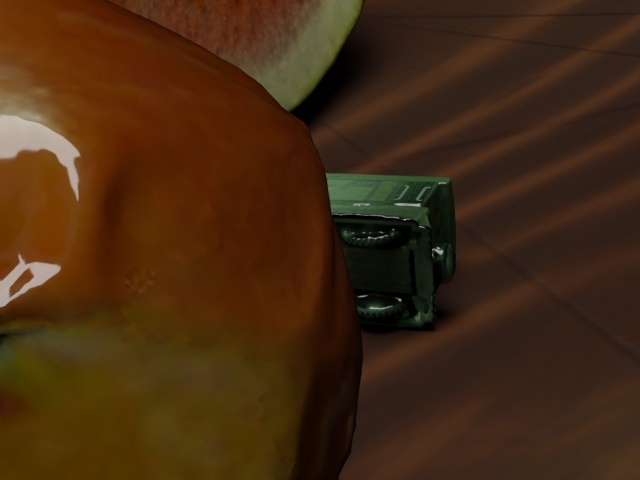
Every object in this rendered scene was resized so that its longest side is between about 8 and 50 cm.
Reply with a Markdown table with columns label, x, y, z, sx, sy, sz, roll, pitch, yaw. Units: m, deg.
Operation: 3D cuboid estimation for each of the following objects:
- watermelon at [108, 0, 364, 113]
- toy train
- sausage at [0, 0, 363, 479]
| label | x | y | z | sx | sy | sz | roll | pitch | yaw |
| --- | --- | --- | --- | --- | --- | --- | --- | --- | --- |
| watermelon | -0.084 | -0.117 | 0.721 | 0.128 | 0.159 | 0.303 | -19 | 26 | 35 |
| toy train | 0.000 | 0.000 | 0.554 | 0.093 | 0.038 | 0.056 | 2 | 24 | 18 |
| sausage | -0.125 | 0.030 | 0.380 | 0.268 | 0.153 | 0.141 | -11 | 34 | -6 |
